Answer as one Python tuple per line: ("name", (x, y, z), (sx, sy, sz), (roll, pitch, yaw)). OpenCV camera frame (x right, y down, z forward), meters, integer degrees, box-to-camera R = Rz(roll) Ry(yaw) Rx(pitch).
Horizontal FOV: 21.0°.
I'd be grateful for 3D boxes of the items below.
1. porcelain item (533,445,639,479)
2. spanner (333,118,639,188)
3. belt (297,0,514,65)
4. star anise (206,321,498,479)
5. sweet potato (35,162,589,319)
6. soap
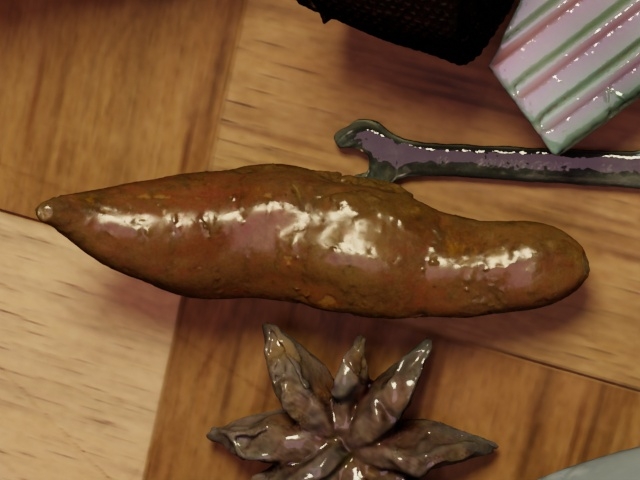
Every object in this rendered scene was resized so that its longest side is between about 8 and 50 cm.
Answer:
("porcelain item", (0.221, 0.246, 1.090), (0.405, 0.178, 0.242), (-13, 99, 14))
("spanner", (0.133, -0.051, 1.139), (0.255, 0.015, 0.054), (3, 103, 13))
("belt", (0.091, -0.252, 1.020), (0.164, 0.184, 0.289), (20, 105, 18))
("star anise", (0.017, 0.136, 1.177), (0.182, 0.065, 0.195), (-36, 89, 17))
("sweet potato", (-0.004, -0.001, 1.138), (0.355, 0.106, 0.095), (7, 90, -1))
("soap", (0.179, -0.135, 1.084), (0.149, 0.056, 0.100), (-38, 87, 12))
